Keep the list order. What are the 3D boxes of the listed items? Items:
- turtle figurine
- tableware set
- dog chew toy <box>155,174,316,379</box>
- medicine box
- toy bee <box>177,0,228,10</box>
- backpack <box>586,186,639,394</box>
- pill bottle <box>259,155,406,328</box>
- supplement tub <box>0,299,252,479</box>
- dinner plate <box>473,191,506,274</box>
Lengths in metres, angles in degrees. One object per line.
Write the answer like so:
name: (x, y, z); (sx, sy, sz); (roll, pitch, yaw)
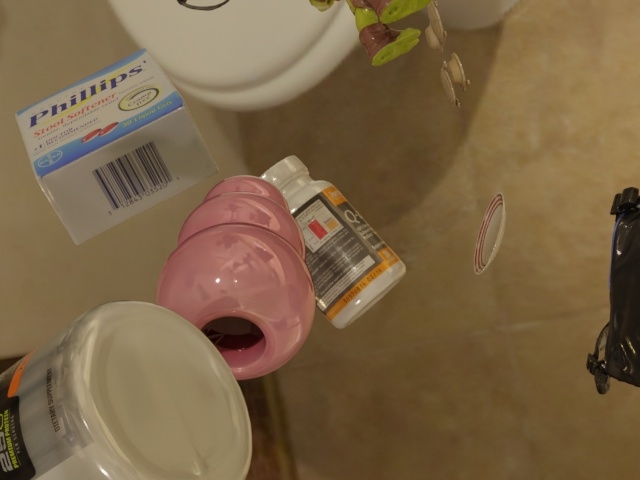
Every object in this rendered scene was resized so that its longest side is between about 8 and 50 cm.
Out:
turtle figurine: (0.028, -0.298, 1.056); (0.217, 0.087, 0.269); (60, 149, 23)
tableware set: (0.192, -0.287, 1.630); (0.020, 0.141, 0.168); (-19, 87, -2)
dog chew toy: (-0.107, 0.030, 1.423); (0.206, 0.207, 0.331); (-50, 21, 29)
medicine box: (-0.350, -0.166, 1.788); (0.289, 0.264, 0.149); (51, 168, 54)
toy bee: (-0.172, -0.438, 1.303); (0.298, 0.195, 0.162); (40, 157, 38)
backpack: (0.491, 0.058, 1.335); (0.213, 0.263, 0.276); (24, 122, 39)
pill bottle: (0.000, 0.000, 1.794); (0.278, 0.162, 0.162); (49, 121, 7)
supplement tub: (-0.243, 0.213, 0.962); (0.338, 0.207, 0.207); (-35, 72, 29)
dinner plate: (0.281, -0.010, 1.738); (0.017, 0.141, 0.141); (14, 105, -5)
